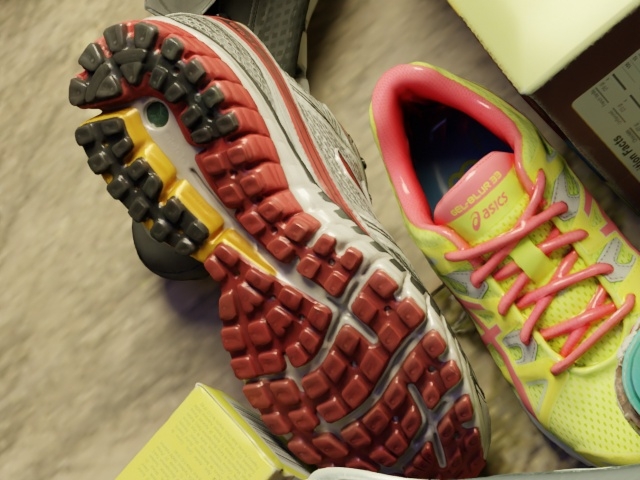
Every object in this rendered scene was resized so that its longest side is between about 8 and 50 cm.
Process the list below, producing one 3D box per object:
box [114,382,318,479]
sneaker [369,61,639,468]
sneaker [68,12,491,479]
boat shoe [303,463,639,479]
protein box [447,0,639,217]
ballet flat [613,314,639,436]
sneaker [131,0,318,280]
[{"bbox_3d":[-0.090,0.169,0.790,0.232,0.087,0.058,-48,55,5],"label":"box"},{"bbox_3d":[0.079,0.009,0.756,0.081,0.094,0.208,-43,58,6],"label":"sneaker"},{"bbox_3d":[0.000,0.000,0.781,0.088,0.092,0.225,-33,90,31],"label":"sneaker"},{"bbox_3d":[0.118,0.112,0.679,0.319,0.099,0.116,-6,111,10],"label":"boat shoe"},{"bbox_3d":[0.130,-0.158,0.770,0.201,0.136,0.200,-40,57,9],"label":"protein box"},{"bbox_3d":[0.216,0.007,0.689,0.241,0.077,0.091,-32,70,8],"label":"ballet flat"},{"bbox_3d":[-0.044,-0.101,0.861,0.078,0.106,0.234,13,77,33],"label":"sneaker"}]
